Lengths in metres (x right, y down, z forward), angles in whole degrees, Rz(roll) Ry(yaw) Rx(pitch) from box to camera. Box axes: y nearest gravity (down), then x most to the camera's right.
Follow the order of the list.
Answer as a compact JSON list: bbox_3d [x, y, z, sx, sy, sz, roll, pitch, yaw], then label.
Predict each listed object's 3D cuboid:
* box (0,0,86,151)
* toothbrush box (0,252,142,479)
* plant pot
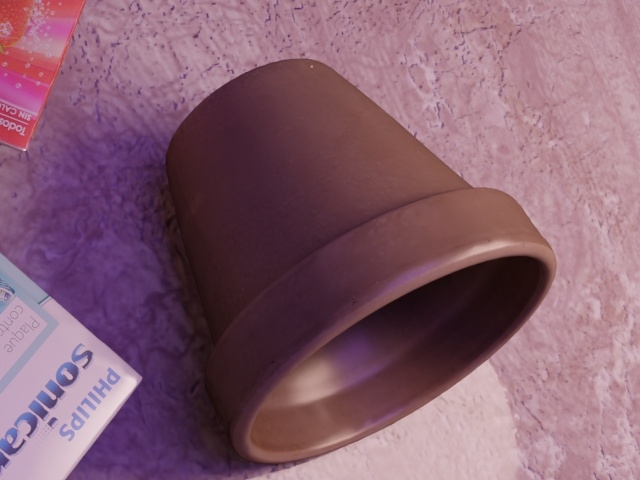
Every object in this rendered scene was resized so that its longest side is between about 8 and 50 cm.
[{"bbox_3d":[-0.317,-0.180,0.999,0.300,0.154,0.142,21,91,-22],"label":"box"},{"bbox_3d":[-0.298,0.082,0.949,0.295,0.126,0.216,44,55,-10],"label":"toothbrush box"},{"bbox_3d":[0.000,0.000,1.109,0.263,0.263,0.229,-17,61,-34],"label":"plant pot"}]
